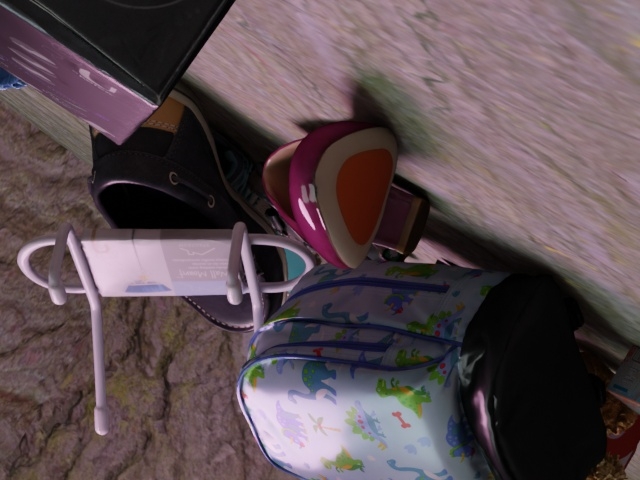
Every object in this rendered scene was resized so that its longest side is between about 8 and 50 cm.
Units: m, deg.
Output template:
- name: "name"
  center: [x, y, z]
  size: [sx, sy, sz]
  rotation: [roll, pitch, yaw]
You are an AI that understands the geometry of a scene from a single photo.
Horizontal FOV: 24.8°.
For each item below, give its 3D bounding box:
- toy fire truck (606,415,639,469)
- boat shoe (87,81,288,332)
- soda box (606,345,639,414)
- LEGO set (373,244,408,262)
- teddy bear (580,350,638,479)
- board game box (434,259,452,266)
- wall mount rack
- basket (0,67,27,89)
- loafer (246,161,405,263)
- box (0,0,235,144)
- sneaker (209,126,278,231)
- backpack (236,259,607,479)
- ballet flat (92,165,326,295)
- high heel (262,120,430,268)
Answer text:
- name: "toy fire truck"
  center: [0.263, 0.264, 1.912]
  size: [0.302, 0.254, 0.169]
  rotation: [35, 174, -22]
- name: "boat shoe"
  center: [-0.166, -0.002, 1.804]
  size: [0.187, 0.156, 0.500]
  rotation: [-2, 148, 13]
- name: "soda box"
  center: [0.374, 0.164, 1.457]
  size: [0.063, 0.058, 0.183]
  rotation: [35, 174, -29]
- name: "LEGO set"
  center: [0.037, -0.039, 1.678]
  size: [0.182, 0.060, 0.244]
  rotation: [34, -174, -15]
- name: "teddy bear"
  center: [0.227, 0.237, 1.675]
  size: [0.245, 0.338, 0.113]
  rotation: [43, 155, 49]
- name: "board game box"
  center: [0.180, 0.112, 1.697]
  size: [0.186, 0.126, 0.026]
  rotation: [26, 180, 42]
- name: "wall mount rack"
  center: [-0.178, 0.098, 1.693]
  size: [0.350, 0.130, 0.304]
  rotation: [0, 143, 6]
- name: "basket"
  center: [-0.318, -0.170, 1.133]
  size: [0.201, 0.289, 0.255]
  rotation: [33, 175, -13]
- name: "loafer"
  center: [0.000, 0.000, 1.831]
  size: [0.267, 0.084, 0.096]
  rotation: [34, -168, -34]
- name: "box"
  center: [-0.105, -0.157, 0.723]
  size: [0.143, 0.165, 0.270]
  rotation: [34, 175, -9]
- name: "sneaker"
  center: [-0.134, -0.077, 1.897]
  size: [0.283, 0.110, 0.122]
  rotation: [33, 166, -38]
- name: "backpack"
  center: [0.086, 0.151, 1.555]
  size: [0.355, 0.273, 0.290]
  rotation: [23, 147, 42]
- name: "ballet flat"
  center: [-0.170, -0.049, 2.259]
  size: [0.409, 0.147, 0.147]
  rotation: [34, 174, -8]
- name: "high heel"
  center: [-0.020, -0.052, 1.316]
  size: [0.181, 0.127, 0.377]
  rotation: [20, 175, 15]
